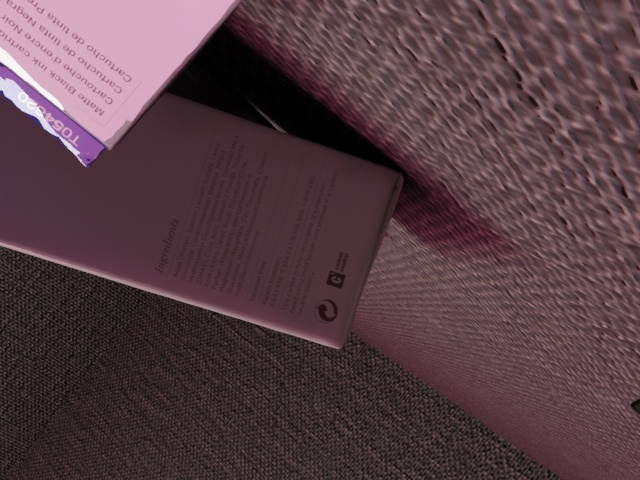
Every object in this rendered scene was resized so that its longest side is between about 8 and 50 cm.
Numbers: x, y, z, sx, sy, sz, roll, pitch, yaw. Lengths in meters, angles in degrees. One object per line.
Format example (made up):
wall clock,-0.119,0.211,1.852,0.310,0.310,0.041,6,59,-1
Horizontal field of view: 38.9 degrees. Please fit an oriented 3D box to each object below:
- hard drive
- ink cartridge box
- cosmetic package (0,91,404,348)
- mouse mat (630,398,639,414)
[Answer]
hard drive,-0.113,-0.120,0.957,0.255,0.054,0.172,42,172,-34
ink cartridge box,-0.170,-0.154,0.487,0.223,0.045,0.224,39,132,-15
cosmetic package,-0.155,-0.043,0.763,0.385,0.156,0.217,20,177,-11
mouse mat,0.364,0.195,0.793,0.190,0.007,0.152,37,174,17
